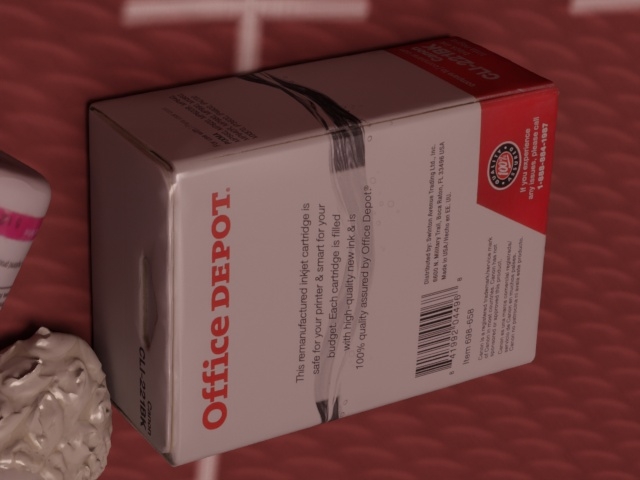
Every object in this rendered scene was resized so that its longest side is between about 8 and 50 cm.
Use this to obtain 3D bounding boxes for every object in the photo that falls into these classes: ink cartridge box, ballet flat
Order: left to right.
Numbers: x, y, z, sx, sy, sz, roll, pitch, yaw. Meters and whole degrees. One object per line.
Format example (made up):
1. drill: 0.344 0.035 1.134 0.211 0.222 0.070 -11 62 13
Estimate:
1. ballet flat: -0.255 0.228 1.122 0.409 0.147 0.147 -43 129 -11
2. ink cartridge box: 0.000 0.000 1.201 0.273 0.114 0.197 -14 119 -30

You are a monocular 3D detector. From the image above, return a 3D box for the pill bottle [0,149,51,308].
1. pill bottle: -0.267 0.065 1.008 0.160 0.160 0.283 23 94 -39
